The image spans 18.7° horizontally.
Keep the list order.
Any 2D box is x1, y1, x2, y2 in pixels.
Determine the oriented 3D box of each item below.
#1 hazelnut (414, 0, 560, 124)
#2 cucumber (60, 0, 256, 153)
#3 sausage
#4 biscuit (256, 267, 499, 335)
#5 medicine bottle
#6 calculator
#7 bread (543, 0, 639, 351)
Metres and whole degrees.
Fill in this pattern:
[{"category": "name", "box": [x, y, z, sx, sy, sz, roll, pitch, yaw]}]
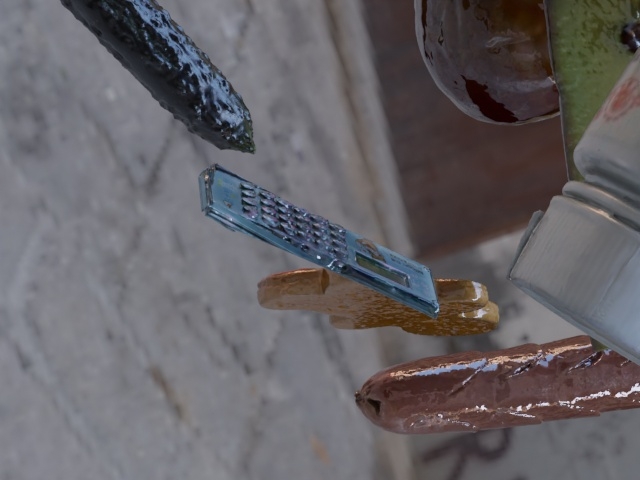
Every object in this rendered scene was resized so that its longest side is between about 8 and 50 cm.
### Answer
[{"category": "hazelnut", "box": [0.176, -0.215, 1.605, 0.229, 0.229, 0.229, 56, 23, -39]}, {"category": "cucumber", "box": [-0.161, -0.187, 1.819, 0.300, 0.072, 0.072, 46, 24, -13]}, {"category": "sausage", "box": [0.247, 0.136, 1.941, 0.088, 0.433, 0.088, 172, -90, -79]}, {"category": "biscuit", "box": [0.065, 0.048, 1.696, 0.250, 0.165, 0.036, 15, 70, -47]}, {"category": "medicine bottle", "box": [0.225, -0.049, 1.112, 0.144, 0.252, 0.144, 31, -4, 2]}, {"category": "calculator", "box": [0.000, 0.000, 1.231, 0.172, 0.018, 0.057, 26, 27, -19]}, {"category": "bread", "box": [0.221, -0.094, 1.339, 0.138, 0.077, 0.361, -51, 141, -39]}]
